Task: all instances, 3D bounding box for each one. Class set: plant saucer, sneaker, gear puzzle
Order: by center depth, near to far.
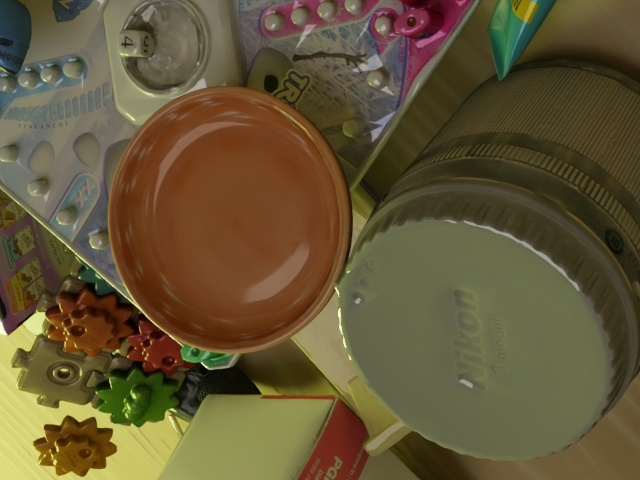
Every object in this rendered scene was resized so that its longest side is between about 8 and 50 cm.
[{"bbox_3d":[-0.066,-0.015,0.905,0.200,0.037,0.200,1,94,21],"label":"plant saucer"},{"bbox_3d":[-0.332,-0.158,0.982,0.209,0.069,0.082,-3,81,20],"label":"sneaker"},{"bbox_3d":[-0.211,0.126,1.191,0.175,0.044,0.339,18,123,-22],"label":"gear puzzle"},{"bbox_3d":[-0.145,0.106,1.269,0.227,0.087,0.130,41,137,8],"label":"sneaker"}]

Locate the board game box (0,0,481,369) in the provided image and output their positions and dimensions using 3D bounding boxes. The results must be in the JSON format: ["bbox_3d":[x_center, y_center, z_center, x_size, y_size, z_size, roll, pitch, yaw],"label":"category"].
[{"bbox_3d":[-0.127,-0.157,0.969,0.390,0.050,0.390,39,106,16],"label":"board game box"}]

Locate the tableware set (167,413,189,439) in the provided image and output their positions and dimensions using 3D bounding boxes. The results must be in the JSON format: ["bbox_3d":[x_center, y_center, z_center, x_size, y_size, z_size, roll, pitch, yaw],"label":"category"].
[{"bbox_3d":[-0.088,0.267,1.374,0.128,0.039,0.194,-12,108,47],"label":"tableware set"}]

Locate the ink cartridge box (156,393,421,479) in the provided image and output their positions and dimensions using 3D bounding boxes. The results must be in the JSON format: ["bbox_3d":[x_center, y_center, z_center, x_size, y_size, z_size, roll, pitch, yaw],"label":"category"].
[{"bbox_3d":[0.009,0.281,1.204,0.207,0.117,0.283,-8,132,47],"label":"ink cartridge box"}]

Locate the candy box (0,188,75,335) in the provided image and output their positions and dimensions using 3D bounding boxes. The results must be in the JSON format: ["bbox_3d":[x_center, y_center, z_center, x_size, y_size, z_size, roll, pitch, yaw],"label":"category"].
[{"bbox_3d":[-0.289,-0.030,1.191,0.070,0.196,0.164,11,125,27],"label":"candy box"}]

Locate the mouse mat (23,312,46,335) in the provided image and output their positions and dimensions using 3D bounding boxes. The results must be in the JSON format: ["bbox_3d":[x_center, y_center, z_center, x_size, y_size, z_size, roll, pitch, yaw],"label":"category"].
[{"bbox_3d":[-0.333,0.021,1.377,0.152,0.007,0.190,49,130,-6],"label":"mouse mat"}]

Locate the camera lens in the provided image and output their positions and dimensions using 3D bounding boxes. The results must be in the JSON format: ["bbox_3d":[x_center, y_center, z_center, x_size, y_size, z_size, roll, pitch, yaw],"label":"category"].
[{"bbox_3d":[0.159,0.004,0.904,0.219,0.274,0.219,14,125,21],"label":"camera lens"}]

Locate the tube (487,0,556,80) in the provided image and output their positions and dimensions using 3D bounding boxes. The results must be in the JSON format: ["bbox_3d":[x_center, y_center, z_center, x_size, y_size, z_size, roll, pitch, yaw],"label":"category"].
[{"bbox_3d":[0.175,-0.221,0.890,0.052,0.080,0.207,18,127,-9],"label":"tube"}]

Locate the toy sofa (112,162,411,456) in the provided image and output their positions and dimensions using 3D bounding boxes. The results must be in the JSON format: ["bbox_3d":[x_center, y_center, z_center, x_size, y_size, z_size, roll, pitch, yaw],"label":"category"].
[{"bbox_3d":[0.000,0.000,1.099,0.150,0.177,0.362,-40,95,17],"label":"toy sofa"}]
